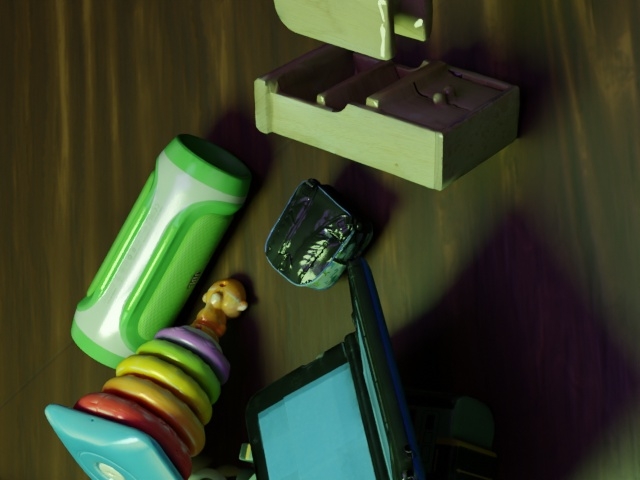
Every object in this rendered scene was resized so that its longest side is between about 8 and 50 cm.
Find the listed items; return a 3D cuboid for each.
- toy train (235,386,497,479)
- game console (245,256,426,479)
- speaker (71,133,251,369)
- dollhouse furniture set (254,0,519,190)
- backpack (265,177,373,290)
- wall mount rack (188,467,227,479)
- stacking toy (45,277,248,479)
[{"bbox_3d":[0.049,0.259,1.703,0.333,0.142,0.190,1,74,37],"label":"toy train"},{"bbox_3d":[0.005,0.209,1.570,0.173,0.250,0.293,-13,52,-2],"label":"game console"},{"bbox_3d":[-0.204,0.017,1.898,0.131,0.131,0.297,39,107,31],"label":"speaker"},{"bbox_3d":[0.076,-0.292,1.612,0.256,0.362,0.394,21,127,33],"label":"dollhouse furniture set"},{"bbox_3d":[0.000,0.000,1.784,0.105,0.084,0.114,43,104,31],"label":"backpack"},{"bbox_3d":[-0.195,0.461,1.814,0.304,0.130,0.350,35,109,47],"label":"wall mount rack"},{"bbox_3d":[-0.177,0.165,1.828,0.175,0.166,0.302,11,55,32],"label":"stacking toy"}]
